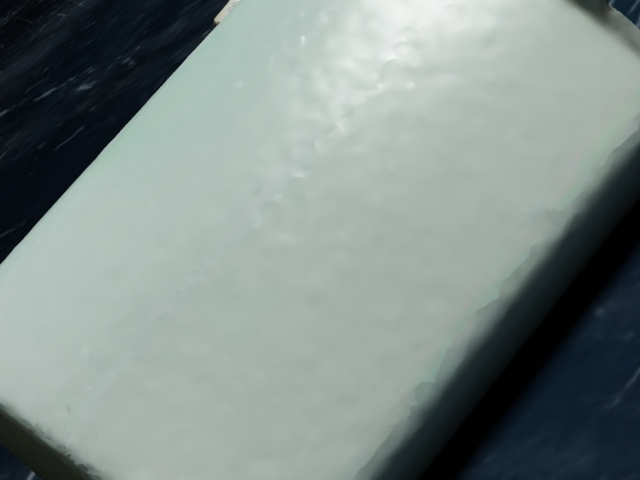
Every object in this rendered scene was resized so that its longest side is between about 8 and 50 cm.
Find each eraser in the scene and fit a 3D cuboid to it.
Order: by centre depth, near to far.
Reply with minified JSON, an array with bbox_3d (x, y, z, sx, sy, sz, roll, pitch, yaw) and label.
[{"bbox_3d":[0.000,0.000,0.780,0.290,0.189,0.104,-49,-15,-18],"label":"eraser"}]

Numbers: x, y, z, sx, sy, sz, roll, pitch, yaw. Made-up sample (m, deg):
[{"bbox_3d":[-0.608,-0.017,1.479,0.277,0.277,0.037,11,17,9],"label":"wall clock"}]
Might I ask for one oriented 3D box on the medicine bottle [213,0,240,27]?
[{"bbox_3d":[0.001,-0.100,1.026,0.171,0.052,0.201,-54,-18,-30],"label":"medicine bottle"}]
